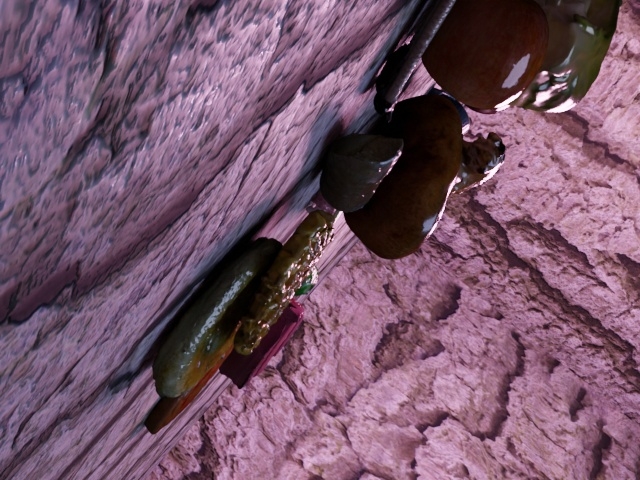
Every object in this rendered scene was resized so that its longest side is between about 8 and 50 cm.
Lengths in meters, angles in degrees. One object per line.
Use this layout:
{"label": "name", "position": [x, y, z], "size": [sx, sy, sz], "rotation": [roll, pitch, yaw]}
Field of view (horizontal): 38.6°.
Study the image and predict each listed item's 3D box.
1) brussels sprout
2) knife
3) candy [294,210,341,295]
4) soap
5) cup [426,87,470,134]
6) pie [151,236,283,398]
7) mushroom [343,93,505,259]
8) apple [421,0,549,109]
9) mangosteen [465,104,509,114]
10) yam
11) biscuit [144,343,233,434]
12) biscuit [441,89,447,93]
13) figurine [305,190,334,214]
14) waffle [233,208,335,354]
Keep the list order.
{"label": "brussels sprout", "position": [0.407, -0.385, 1.703], "size": [0.371, 0.276, 0.315], "rotation": [-43, 168, -53]}
{"label": "knife", "position": [0.148, -0.307, 1.295], "size": [0.365, 0.043, 0.089], "rotation": [121, -24, -48]}
{"label": "candy", "position": [-0.002, -0.002, 2.180], "size": [0.323, 0.097, 0.097], "rotation": [-58, 180, -32]}
{"label": "soap", "position": [-0.146, 0.249, 2.438], "size": [0.289, 0.112, 0.182], "rotation": [-54, 175, 37]}
{"label": "cup", "position": [0.272, -0.286, 2.258], "size": [0.155, 0.131, 0.176], "rotation": [-45, 144, -24]}
{"label": "pie", "position": [-0.161, 0.112, 1.479], "size": [0.323, 0.070, 0.323], "rotation": [-55, 174, -9]}
{"label": "mushroom", "position": [0.199, -0.112, 1.840], "size": [0.345, 0.259, 0.345], "rotation": [-160, -90, -79]}
{"label": "apple", "position": [0.251, -0.302, 1.391], "size": [0.174, 0.188, 0.188], "rotation": [-62, 171, 27]}
{"label": "mangosteen", "position": [0.395, -0.406, 2.205], "size": [0.217, 0.192, 0.192], "rotation": [8, 128, -47]}
{"label": "yam", "position": [0.060, -0.123, 1.480], "size": [0.106, 0.106, 0.259], "rotation": [-49, 176, -18]}
{"label": "biscuit", "position": [-0.287, 0.321, 2.064], "size": [0.273, 0.049, 0.257], "rotation": [-50, 176, 7]}
{"label": "biscuit", "position": [0.370, -0.426, 2.511], "size": [0.290, 0.038, 0.141], "rotation": [-51, 177, 26]}
{"label": "figurine", "position": [0.031, -0.088, 1.757], "size": [0.129, 0.054, 0.072], "rotation": [-52, 151, 5]}
{"label": "waffle", "position": [-0.060, 0.067, 1.484], "size": [0.291, 0.051, 0.291], "rotation": [-55, 173, -10]}
